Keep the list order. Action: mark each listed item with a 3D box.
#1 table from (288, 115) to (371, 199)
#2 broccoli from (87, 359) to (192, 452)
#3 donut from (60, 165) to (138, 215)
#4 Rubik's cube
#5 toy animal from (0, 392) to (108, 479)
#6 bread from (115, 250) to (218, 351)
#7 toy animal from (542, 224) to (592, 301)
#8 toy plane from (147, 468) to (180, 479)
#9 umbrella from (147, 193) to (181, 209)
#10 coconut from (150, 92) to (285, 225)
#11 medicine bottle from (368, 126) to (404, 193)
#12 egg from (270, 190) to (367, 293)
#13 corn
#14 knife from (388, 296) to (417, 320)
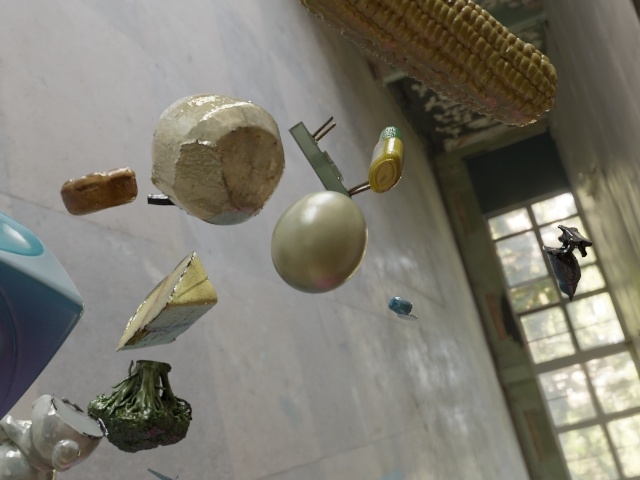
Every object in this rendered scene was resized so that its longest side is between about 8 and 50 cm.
[{"bbox_3d":[0.036,-0.190,1.710,0.240,0.111,0.121,58,3,7],"label":"table"},{"bbox_3d":[-0.558,0.509,2.145,0.304,0.321,0.284,71,27,-77],"label":"broccoli"},{"bbox_3d":[-0.642,-0.144,2.033,0.226,0.226,0.114,-36,113,-73],"label":"donut"},{"bbox_3d":[-0.701,0.109,1.280,0.347,0.352,0.351,36,-2,40],"label":"Rubik's cube"},{"bbox_3d":[-0.655,0.525,1.618,0.247,0.310,0.183,36,-7,33],"label":"toy animal"},{"bbox_3d":[-0.522,0.195,2.189,0.242,0.345,0.405,57,20,16],"label":"bread"},{"bbox_3d":[0.666,0.072,1.912,0.121,0.117,0.210,-114,-159,-65],"label":"toy animal"},{"bbox_3d":[-0.347,0.670,1.818,0.212,0.267,0.088,43,62,-12],"label":"toy plane"},{"bbox_3d":[-0.356,-0.116,2.124,0.118,0.339,0.118,-179,-90,-87],"label":"umbrella"},{"bbox_3d":[-0.286,-0.221,1.883,0.360,0.346,0.346,24,-27,48],"label":"coconut"},{"bbox_3d":[0.144,-0.182,1.466,0.260,0.064,0.095,-71,-177,-63],"label":"medicine bottle"},{"bbox_3d":[0.000,0.000,1.386,0.186,0.185,0.242,63,31,-25],"label":"egg"},{"bbox_3d":[0.116,-0.250,0.811,0.363,0.120,0.120,31,27,-9],"label":"corn"},{"bbox_3d":[0.185,0.161,1.534,0.244,0.058,0.032,53,55,-71],"label":"knife"}]
